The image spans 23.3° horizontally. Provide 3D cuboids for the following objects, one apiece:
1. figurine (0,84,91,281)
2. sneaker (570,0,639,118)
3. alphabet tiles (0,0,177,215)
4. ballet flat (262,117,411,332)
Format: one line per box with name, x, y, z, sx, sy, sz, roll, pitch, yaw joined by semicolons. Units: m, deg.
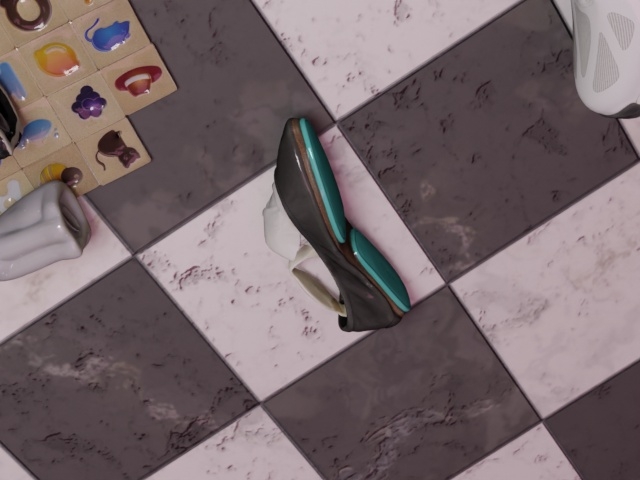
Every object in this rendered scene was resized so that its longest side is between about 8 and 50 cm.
figurine;-0.355;-0.026;1.474;0.209;0.092;0.215;-24;125;9
sneaker;0.202;-0.316;1.394;0.257;0.169;0.448;-10;114;-20
alphabet tiles;-0.310;-0.168;1.449;0.285;0.011;0.343;-27;124;1
ballet flat;0.000;0.000;1.593;0.096;0.095;0.280;-22;125;13
